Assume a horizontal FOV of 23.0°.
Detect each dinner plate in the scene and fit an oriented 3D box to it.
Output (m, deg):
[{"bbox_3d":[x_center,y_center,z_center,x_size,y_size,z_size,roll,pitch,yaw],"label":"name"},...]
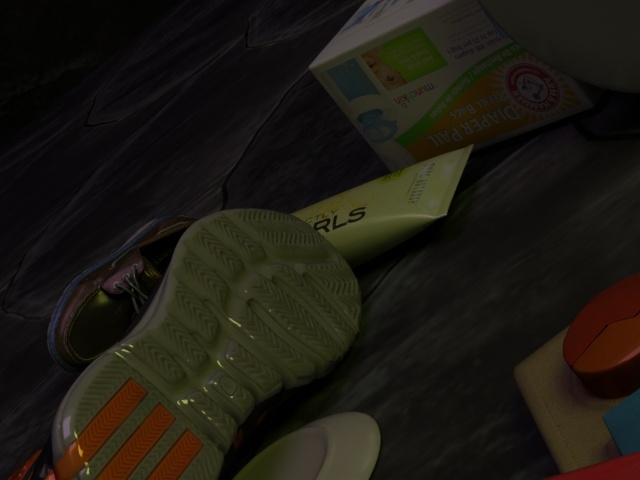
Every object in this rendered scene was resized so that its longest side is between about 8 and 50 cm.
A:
[{"bbox_3d":[-0.026,0.143,0.874,0.141,0.017,0.141,-38,18,15],"label":"dinner plate"}]

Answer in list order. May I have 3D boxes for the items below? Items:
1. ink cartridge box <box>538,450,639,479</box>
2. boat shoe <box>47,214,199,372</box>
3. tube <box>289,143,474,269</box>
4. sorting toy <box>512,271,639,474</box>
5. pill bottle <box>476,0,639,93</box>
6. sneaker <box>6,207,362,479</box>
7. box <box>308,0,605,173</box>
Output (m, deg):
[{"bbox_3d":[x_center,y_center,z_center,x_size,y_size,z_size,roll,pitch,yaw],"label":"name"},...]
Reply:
[{"bbox_3d":[0.011,0.197,0.495,0.272,0.114,0.197,-24,25,41],"label":"ink cartridge box"},{"bbox_3d":[-0.159,0.037,1.329,0.066,0.066,0.183,-17,29,50],"label":"boat shoe"},{"bbox_3d":[0.000,0.000,1.103,0.240,0.062,0.070,-24,64,32],"label":"tube"},{"bbox_3d":[0.219,0.004,0.650,0.307,0.041,0.229,-38,17,9],"label":"sorting toy"},{"bbox_3d":[0.258,-0.284,0.966,0.392,0.224,0.224,-49,19,-27],"label":"pill bottle"},{"bbox_3d":[-0.101,0.102,0.958,0.180,0.124,0.321,-46,-3,37],"label":"sneaker"},{"bbox_3d":[0.110,-0.136,1.100,0.203,0.114,0.103,-20,25,50],"label":"box"}]
